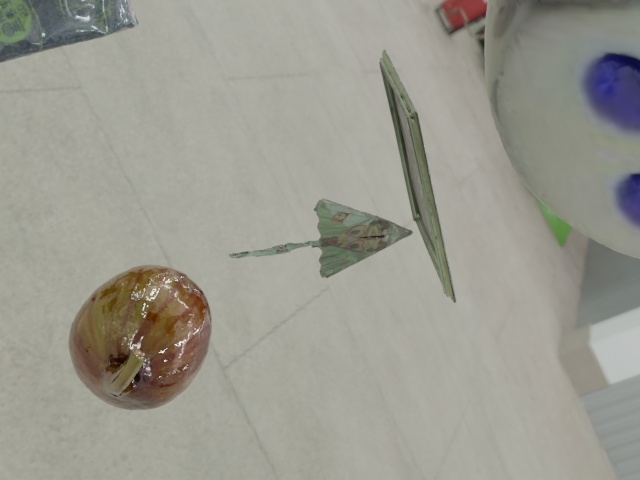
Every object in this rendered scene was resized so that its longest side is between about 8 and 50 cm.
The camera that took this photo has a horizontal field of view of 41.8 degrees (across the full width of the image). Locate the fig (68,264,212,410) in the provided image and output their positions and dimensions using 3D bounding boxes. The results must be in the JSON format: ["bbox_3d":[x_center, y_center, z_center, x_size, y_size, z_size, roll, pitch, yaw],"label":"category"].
[{"bbox_3d":[-0.218,0.131,0.973,0.175,0.175,0.207,56,22,-19],"label":"fig"}]

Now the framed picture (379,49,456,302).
[{"bbox_3d":[0.130,-0.090,1.159,0.232,0.019,0.296,-101,175,-59],"label":"framed picture"}]

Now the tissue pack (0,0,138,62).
[{"bbox_3d":[-0.490,-0.394,1.190,0.124,0.394,0.288,-123,-163,-74],"label":"tissue pack"}]

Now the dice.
[{"bbox_3d":[0.284,-0.153,0.643,0.259,0.243,0.251,-53,131,-27],"label":"dice"}]

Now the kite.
[{"bbox_3d":[0.000,0.001,1.121,0.229,0.249,0.012,81,0,-61],"label":"kite"}]
